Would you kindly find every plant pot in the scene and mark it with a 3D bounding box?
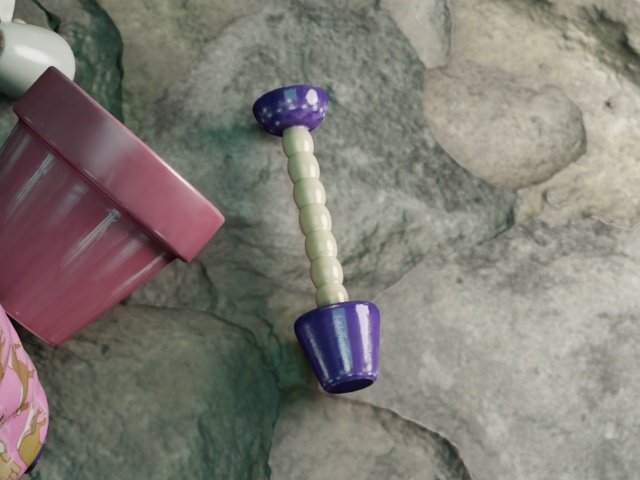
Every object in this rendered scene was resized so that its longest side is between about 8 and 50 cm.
[{"bbox_3d":[-0.213,-0.017,1.588,0.201,0.201,0.180,41,86,8],"label":"plant pot"}]

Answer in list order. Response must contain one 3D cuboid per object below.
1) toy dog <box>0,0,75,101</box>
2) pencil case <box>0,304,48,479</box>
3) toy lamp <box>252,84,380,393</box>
[{"bbox_3d":[-0.357,-0.234,1.601,0.220,0.333,0.161,-26,54,-4],"label":"toy dog"},{"bbox_3d":[-0.306,0.082,1.426,0.167,0.386,0.160,38,69,17],"label":"pencil case"},{"bbox_3d":[0.000,0.000,1.661,0.080,0.080,0.274,-7,70,-9],"label":"toy lamp"}]
